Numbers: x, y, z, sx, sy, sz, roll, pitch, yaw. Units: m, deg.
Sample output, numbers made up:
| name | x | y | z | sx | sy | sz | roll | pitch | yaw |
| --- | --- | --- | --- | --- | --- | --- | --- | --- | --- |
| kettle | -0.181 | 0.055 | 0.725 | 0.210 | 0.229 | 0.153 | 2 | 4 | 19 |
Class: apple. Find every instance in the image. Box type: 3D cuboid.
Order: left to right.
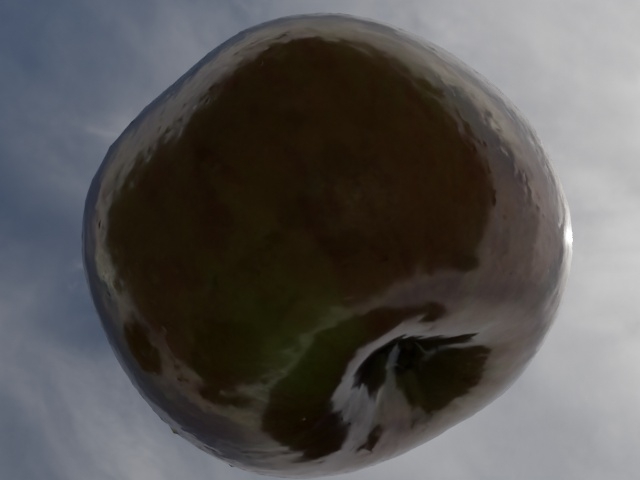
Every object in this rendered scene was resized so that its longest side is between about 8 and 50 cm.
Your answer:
| name | x | y | z | sx | sy | sz | roll | pitch | yaw |
| --- | --- | --- | --- | --- | --- | --- | --- | --- | --- |
| apple | 0.000 | 0.000 | 0.709 | 0.400 | 0.400 | 0.333 | -32 | -127 | -3 |
